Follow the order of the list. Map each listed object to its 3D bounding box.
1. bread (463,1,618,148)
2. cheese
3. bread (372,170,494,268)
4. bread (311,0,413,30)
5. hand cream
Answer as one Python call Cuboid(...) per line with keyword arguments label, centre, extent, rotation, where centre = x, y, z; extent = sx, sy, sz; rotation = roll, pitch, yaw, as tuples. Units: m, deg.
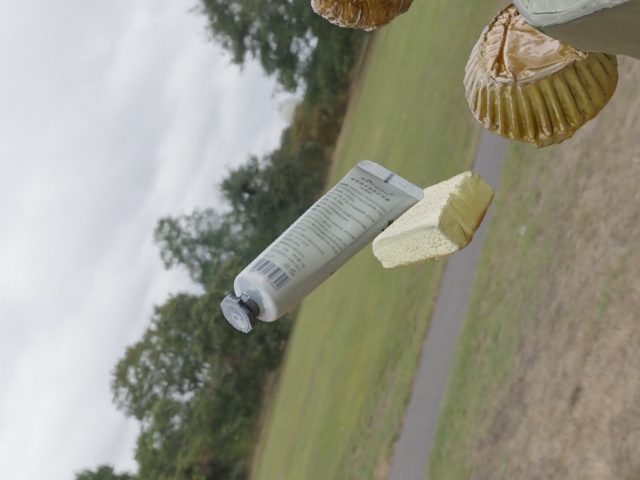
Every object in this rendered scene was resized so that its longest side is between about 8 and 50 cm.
Cuboid(label="bread", centre=(0.320, -0.261, 1.368), extent=(0.139, 0.240, 0.240), rotation=(52, -135, -48))
Cuboid(label="cheese", centre=(0.265, -0.190, 0.717), extent=(0.175, 0.202, 0.091), rotation=(-5, 71, 55))
Cuboid(label="bread", centre=(0.167, -0.028, 1.382), extent=(0.125, 0.068, 0.188), rotation=(-51, 15, -27))
Cuboid(label="bread", centre=(0.084, -0.395, 1.539), extent=(0.233, 0.105, 0.076), rotation=(-24, -53, -32))
Cuboid(label="hand cream", centre=(0.000, 0.000, 0.852), extent=(0.234, 0.080, 0.050), rotation=(-41, -30, -32))
